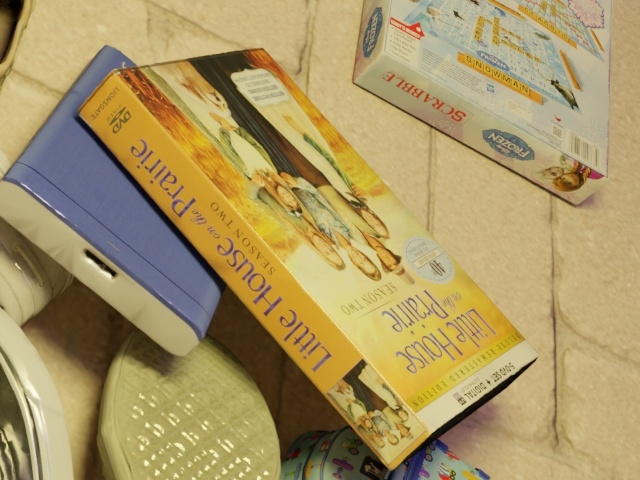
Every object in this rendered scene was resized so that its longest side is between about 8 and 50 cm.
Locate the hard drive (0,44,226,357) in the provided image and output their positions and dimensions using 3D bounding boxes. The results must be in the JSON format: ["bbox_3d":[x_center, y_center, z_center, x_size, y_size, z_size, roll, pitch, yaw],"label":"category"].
[{"bbox_3d":[-0.160,-0.045,1.635,0.210,0.040,0.319,40,25,-10],"label":"hard drive"}]

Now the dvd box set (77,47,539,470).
[{"bbox_3d":[0.000,0.000,1.682,0.420,0.062,0.307,49,25,10],"label":"dvd box set"}]

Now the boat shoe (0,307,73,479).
[{"bbox_3d":[-0.261,0.198,1.398,0.119,0.121,0.335,0,63,-44],"label":"boat shoe"}]

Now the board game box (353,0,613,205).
[{"bbox_3d":[0.197,-0.240,2.116,0.318,0.066,0.318,28,48,-21],"label":"board game box"}]

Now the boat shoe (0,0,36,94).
[{"bbox_3d":[-0.305,-0.248,1.689,0.109,0.098,0.302,23,49,-26],"label":"boat shoe"}]

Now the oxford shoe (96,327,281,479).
[{"bbox_3d":[-0.113,0.243,1.497,0.169,0.130,0.449,14,38,-24],"label":"oxford shoe"}]

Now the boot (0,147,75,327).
[{"bbox_3d":[-0.320,-0.034,1.530,0.258,0.095,0.123,45,36,-6],"label":"boot"}]

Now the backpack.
[{"bbox_3d":[0.050,0.234,1.634,0.173,0.117,0.158,38,43,-8],"label":"backpack"}]
